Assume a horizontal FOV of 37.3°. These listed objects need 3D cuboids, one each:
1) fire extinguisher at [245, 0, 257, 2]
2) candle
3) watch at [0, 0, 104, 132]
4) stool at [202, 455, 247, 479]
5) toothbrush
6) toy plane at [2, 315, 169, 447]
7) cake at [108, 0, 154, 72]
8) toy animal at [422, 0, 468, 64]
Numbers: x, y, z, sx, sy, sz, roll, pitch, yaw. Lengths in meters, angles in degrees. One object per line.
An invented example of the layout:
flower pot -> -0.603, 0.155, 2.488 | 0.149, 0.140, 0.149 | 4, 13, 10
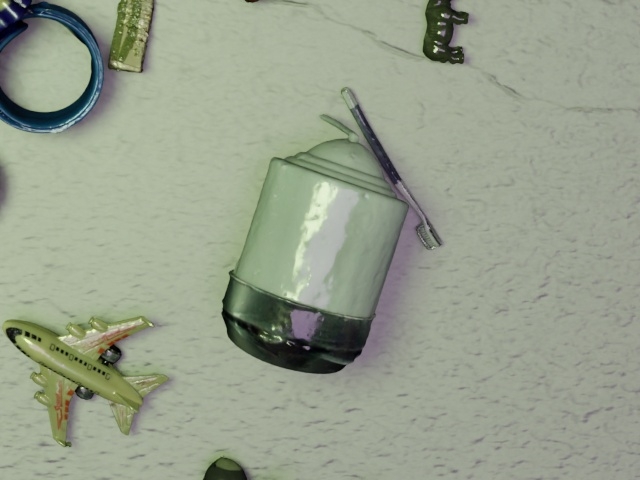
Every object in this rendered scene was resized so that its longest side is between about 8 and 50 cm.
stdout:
fire extinguisher -> 0.008, -0.419, 1.327 | 0.269, 0.105, 0.104 | -21, 103, -7
candle -> 0.000, 0.000, 1.343 | 0.221, 0.221, 0.342 | 17, 97, -13
watch -> -0.395, -0.236, 1.270 | 0.196, 0.171, 0.200 | -41, 116, 11
stool -> -0.088, 0.436, 1.440 | 0.139, 0.153, 0.228 | -27, 104, -4
toothbrush -> 0.105, -0.107, 1.443 | 0.026, 0.024, 0.288 | -29, 105, 11
toy plane -> -0.352, 0.182, 1.380 | 0.244, 0.092, 0.229 | 35, 95, -13
cake -> -0.265, -0.300, 1.341 | 0.051, 0.055, 0.140 | 11, 81, -10
toy animal -> 0.186, -0.331, 1.404 | 0.065, 0.047, 0.135 | 5, 105, -3
